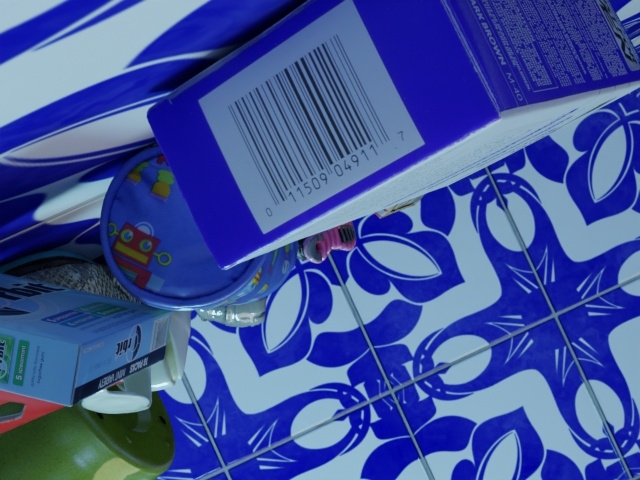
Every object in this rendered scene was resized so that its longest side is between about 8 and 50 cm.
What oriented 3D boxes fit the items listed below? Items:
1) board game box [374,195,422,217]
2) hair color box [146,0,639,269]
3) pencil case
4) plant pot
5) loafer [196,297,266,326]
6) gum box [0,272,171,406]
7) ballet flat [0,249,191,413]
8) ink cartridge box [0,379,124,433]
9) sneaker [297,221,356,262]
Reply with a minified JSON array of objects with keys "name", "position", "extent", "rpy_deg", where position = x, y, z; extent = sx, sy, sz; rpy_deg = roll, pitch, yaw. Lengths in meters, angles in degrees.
[{"name":"board game box","position":[0.136,-0.104,1.350],"extent":[0.146,0.045,0.193],"rpy_deg":[-49,171,17]},{"name":"hair color box","position":[0.072,-0.094,0.648],"extent":[0.185,0.110,0.339],"rpy_deg":[-28,175,30]},{"name":"pencil case","position":[-0.082,-0.010,0.814],"extent":[0.119,0.133,0.306],"rpy_deg":[11,179,2]},{"name":"plant pot","position":[-0.385,0.282,1.268],"extent":[0.353,0.366,0.366],"rpy_deg":[-36,176,8]},{"name":"loafer","position":[-0.159,0.054,1.526],"extent":[0.112,0.112,0.319],"rpy_deg":[1,-172,-14]},{"name":"gum box","position":[-0.212,0.054,0.670],"extent":[0.184,0.041,0.157],"rpy_deg":[11,-174,11]},{"name":"ballet flat","position":[-0.228,0.102,1.127],"extent":[0.164,0.182,0.483],"rpy_deg":[-26,178,6]},{"name":"ink cartridge box","position":[-0.352,0.151,0.836],"extent":[0.261,0.066,0.296],"rpy_deg":[22,145,-39]},{"name":"sneaker","position":[0.000,0.000,1.323],"extent":[0.057,0.047,0.119],"rpy_deg":[-9,-174,38]}]
